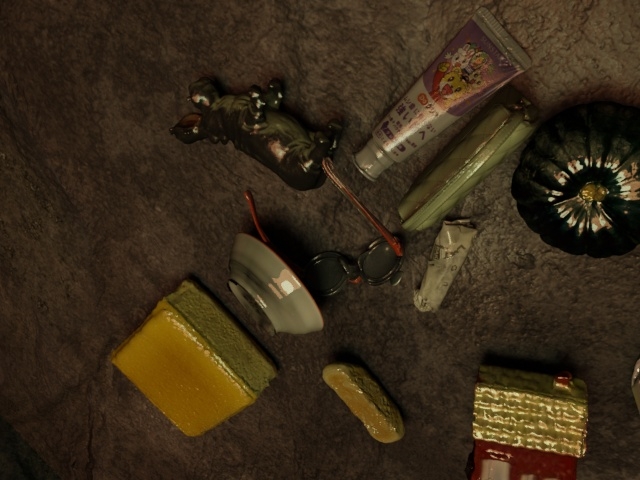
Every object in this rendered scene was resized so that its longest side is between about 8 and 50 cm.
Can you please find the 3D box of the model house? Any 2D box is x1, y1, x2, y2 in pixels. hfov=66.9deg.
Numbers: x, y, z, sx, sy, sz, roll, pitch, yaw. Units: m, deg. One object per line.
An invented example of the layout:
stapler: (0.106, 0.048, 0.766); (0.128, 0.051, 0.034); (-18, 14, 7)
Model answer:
model house: (0.385, 0.341, 0.919); (0.195, 0.160, 0.254); (6, 116, 20)

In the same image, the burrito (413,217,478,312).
burrito: (0.224, 0.050, 0.892); (0.064, 0.064, 0.203); (23, 122, 11)

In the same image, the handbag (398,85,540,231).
handbag: (0.212, -0.106, 0.717); (0.079, 0.219, 0.256); (42, 126, 1)

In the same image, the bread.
bread: (-0.323, 0.303, 1.213); (0.323, 0.143, 0.333); (-37, 98, 33)

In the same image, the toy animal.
toy animal: (-0.123, -0.212, 0.879); (0.343, 0.106, 0.168); (25, 131, 17)

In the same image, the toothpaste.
toothpaste: (0.175, -0.213, 0.773); (0.299, 0.073, 0.114); (-41, 85, 28)

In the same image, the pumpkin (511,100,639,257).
pumpkin: (0.387, -0.084, 0.689); (0.220, 0.162, 0.221); (10, 112, 27)

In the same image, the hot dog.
hot dog: (0.102, 0.354, 1.096); (0.084, 0.073, 0.242); (-32, 103, 37)

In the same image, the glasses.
glasses: (0.000, 0.000, 0.869); (0.234, 0.118, 0.268); (-16, 140, 31)

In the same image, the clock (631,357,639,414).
clock: (0.693, 0.266, 0.686); (0.376, 0.250, 0.368); (12, 120, 18)

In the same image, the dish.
dish: (-0.113, 0.110, 0.975); (0.260, 0.085, 0.260); (40, 157, 20)
